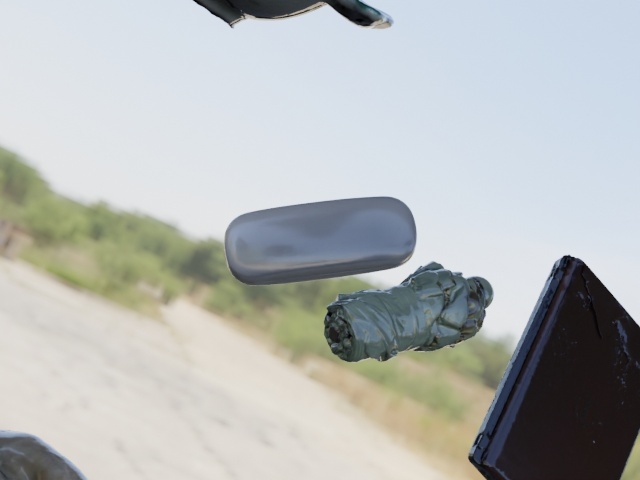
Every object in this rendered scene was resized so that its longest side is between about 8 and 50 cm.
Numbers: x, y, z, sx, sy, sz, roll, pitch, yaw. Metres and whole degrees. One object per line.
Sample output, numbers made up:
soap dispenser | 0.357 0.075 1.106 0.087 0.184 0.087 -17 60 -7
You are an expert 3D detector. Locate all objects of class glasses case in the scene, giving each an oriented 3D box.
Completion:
glasses case | 0.000 0.000 1.945 0.193 0.074 0.049 -7 -19 -6

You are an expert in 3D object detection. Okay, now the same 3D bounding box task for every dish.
dish | -0.068 -0.204 1.388 0.246 0.078 0.224 39 8 6

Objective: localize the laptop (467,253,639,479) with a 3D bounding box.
laptop | 0.205 0.137 1.591 0.026 0.207 0.154 -7 -43 47

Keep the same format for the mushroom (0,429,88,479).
mushroom | -0.420 0.335 2.347 0.297 0.297 0.290 22 -33 34

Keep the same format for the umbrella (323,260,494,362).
umbrella | 0.066 0.052 1.389 0.143 0.062 0.067 -17 57 -35
